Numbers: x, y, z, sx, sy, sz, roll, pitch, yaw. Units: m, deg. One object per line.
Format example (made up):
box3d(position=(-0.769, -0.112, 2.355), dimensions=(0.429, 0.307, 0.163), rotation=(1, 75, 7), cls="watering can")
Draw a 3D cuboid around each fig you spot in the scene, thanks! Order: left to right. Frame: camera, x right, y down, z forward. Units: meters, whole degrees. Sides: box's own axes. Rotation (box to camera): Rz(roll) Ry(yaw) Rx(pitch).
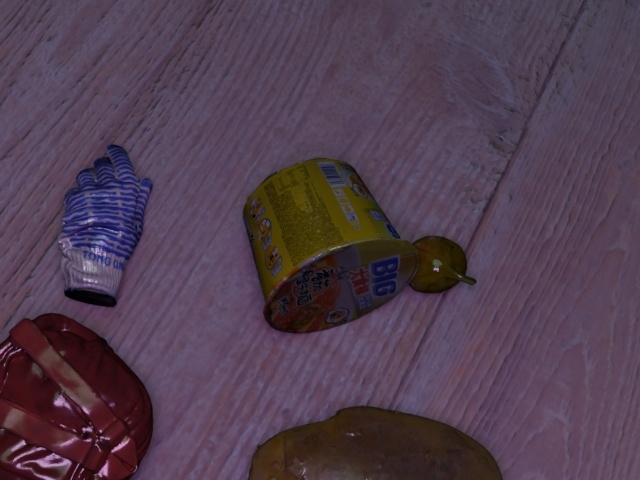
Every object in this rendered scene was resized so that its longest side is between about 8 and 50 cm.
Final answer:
box3d(position=(0.152, 0.034, 1.316), dimensions=(0.084, 0.098, 0.082), rotation=(32, 87, -14), cls="fig")

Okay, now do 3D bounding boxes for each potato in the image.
box3d(position=(0.065, 0.287, 1.163), dimensions=(0.296, 0.141, 0.191), rotation=(6, 62, -2), cls="potato")

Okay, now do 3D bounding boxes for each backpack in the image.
box3d(position=(-0.295, 0.202, 1.153), dimensions=(0.229, 0.139, 0.229), rotation=(2, 65, -5), cls="backpack")

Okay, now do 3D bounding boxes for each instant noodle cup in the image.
box3d(position=(0.000, 0.000, 1.263), dimensions=(0.205, 0.205, 0.153), rotation=(-17, 62, -15), cls="instant noodle cup")

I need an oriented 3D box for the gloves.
box3d(position=(-0.275, -0.025, 1.299), dimensions=(0.119, 0.097, 0.229), rotation=(18, 54, -33), cls="gloves")
